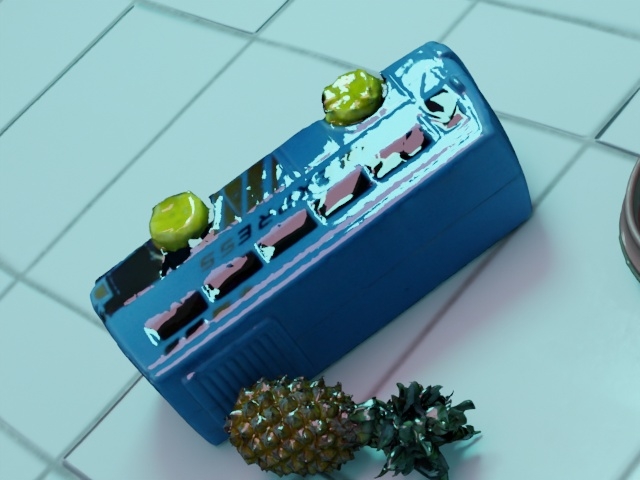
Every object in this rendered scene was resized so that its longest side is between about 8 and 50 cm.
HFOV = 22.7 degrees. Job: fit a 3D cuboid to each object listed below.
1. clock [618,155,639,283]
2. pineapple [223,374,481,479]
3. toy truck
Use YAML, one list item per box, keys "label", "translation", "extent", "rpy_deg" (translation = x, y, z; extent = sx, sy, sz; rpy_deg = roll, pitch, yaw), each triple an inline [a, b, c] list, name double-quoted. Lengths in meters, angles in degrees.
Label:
- label: "clock"
  translation: [0.348, -0.036, 1.230]
  extent: [0.244, 0.056, 0.244]
  rpy_deg: [-19, 39, 16]
- label: "pineapple"
  translation: [0.012, 0.148, 1.252]
  extent: [0.221, 0.103, 0.083]
  rpy_deg: [-2, 83, 33]
- label: "toy truck"
  translation: [0.000, 0.000, 1.372]
  extent: [0.385, 0.161, 0.162]
  rpy_deg: [-36, 50, -3]
